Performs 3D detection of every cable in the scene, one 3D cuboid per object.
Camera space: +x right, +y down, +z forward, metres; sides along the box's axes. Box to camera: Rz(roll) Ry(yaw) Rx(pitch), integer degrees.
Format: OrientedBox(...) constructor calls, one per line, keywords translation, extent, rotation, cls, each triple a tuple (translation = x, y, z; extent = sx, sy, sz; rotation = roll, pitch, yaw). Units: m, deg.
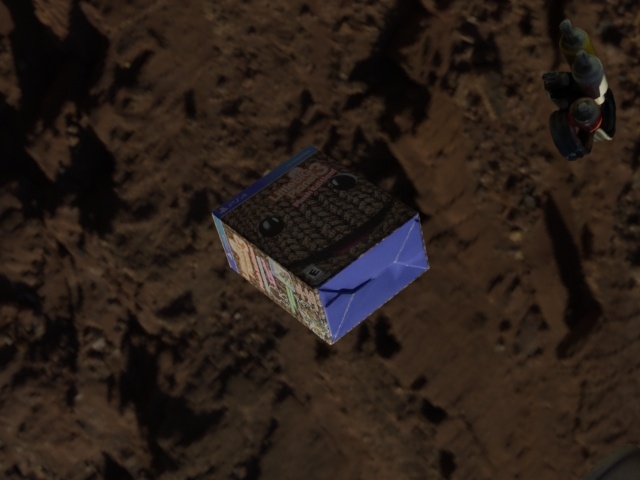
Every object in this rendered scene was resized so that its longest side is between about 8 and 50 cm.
OrientedBox(translation=(0.319, -0.146, 1.346), extent=(0.287, 0.072, 0.139), rotation=(17, 65, -60), cls="cable")

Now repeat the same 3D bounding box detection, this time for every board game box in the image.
OrientedBox(translation=(0.000, 0.000, 2.014), extent=(0.232, 0.291, 0.141), rotation=(-37, 137, -22), cls="board game box")

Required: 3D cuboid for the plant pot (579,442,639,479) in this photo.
OrientedBox(translation=(0.352, 0.436, 1.210), extent=(0.334, 0.305, 0.333), rotation=(-38, 149, -28), cls="plant pot")
